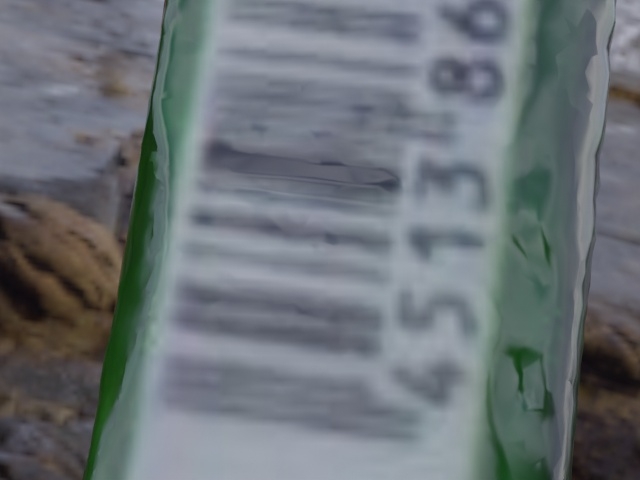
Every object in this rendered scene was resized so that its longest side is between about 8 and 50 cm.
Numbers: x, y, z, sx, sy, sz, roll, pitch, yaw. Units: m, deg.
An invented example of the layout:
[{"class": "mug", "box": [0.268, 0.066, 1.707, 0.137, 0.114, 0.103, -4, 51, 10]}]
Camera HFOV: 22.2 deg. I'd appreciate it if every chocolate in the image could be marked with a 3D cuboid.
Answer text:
[{"class": "chocolate", "box": [0.000, 0.000, 0.664, 0.161, 0.360, 0.341, 10, -15, -6]}]
